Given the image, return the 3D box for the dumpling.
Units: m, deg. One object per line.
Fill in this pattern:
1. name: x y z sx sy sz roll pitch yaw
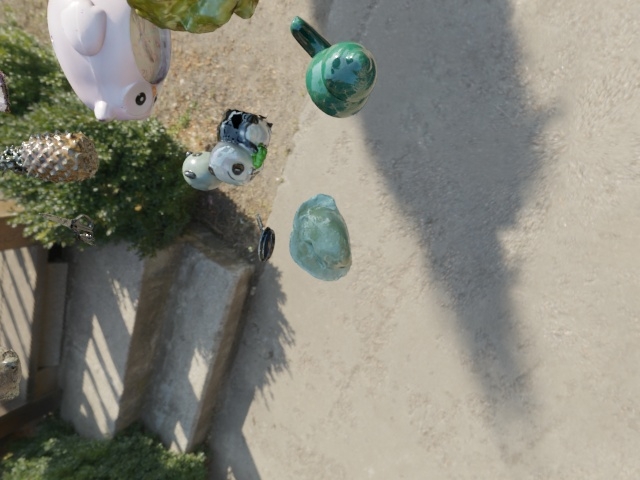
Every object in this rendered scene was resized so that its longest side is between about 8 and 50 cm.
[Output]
1. dumpling: 0.026 -0.015 1.771 0.211 0.270 0.321 -36 66 38

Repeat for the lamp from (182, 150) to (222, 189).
1. lamp: -0.545 -0.338 2.026 0.198 0.197 0.244 -66 30 24

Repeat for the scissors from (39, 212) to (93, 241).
1. scissors: -0.945 -0.064 1.616 0.022 0.300 0.109 -4 80 5

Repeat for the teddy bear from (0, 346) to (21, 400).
1. teddy bear: -1.004 0.399 1.219 0.236 0.267 0.151 51 131 26

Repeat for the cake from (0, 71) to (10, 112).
1. cake: -1.010 -0.460 1.296 0.295 0.112 0.116 23 120 33

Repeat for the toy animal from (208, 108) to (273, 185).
1. toy animal: -0.284 -0.329 1.554 0.212 0.212 0.267 11 93 28

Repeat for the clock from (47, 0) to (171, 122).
1. clock: -0.594 -0.537 1.235 0.250 0.368 0.377 5 107 3

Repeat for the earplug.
1. earplug: 0.040 -0.424 1.036 0.280 0.163 0.258 -163 68 -66

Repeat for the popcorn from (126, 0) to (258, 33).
1. popcorn: -0.213 -0.480 0.698 0.246 0.282 0.282 1 103 3

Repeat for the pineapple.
1. pineapple: -0.888 -0.251 1.341 0.361 0.175 0.175 -6 100 -3

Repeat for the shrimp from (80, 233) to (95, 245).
1. shrimp: -1.050 -0.010 1.946 0.029 0.092 0.038 -6 58 20

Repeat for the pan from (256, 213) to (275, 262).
1. pan: -0.213 -0.020 1.651 0.136 0.028 0.235 -58 36 36
